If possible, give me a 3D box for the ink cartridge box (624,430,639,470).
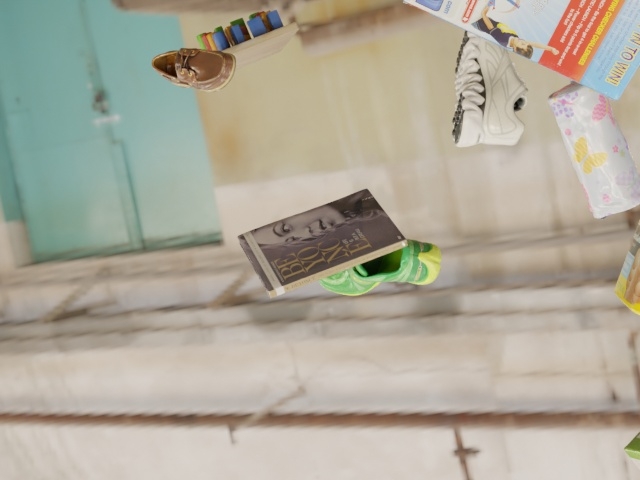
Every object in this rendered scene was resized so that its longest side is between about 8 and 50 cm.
[{"bbox_3d":[0.538,0.339,1.623,0.097,0.255,0.189,-43,-165,-16],"label":"ink cartridge box"}]

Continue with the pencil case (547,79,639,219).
[{"bbox_3d":[0.536,-0.180,2.431,0.113,0.273,0.124,-18,-170,42],"label":"pencil case"}]

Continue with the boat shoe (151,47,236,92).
[{"bbox_3d":[-0.199,-0.267,1.965,0.060,0.064,0.178,14,176,-40],"label":"boat shoe"}]

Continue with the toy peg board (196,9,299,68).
[{"bbox_3d":[-0.141,-0.359,2.232,0.161,0.079,0.160,-25,180,-15],"label":"toy peg board"}]

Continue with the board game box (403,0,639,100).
[{"bbox_3d":[0.290,-0.358,1.508,0.302,0.308,0.086,26,-131,3],"label":"board game box"}]

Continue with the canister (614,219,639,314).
[{"bbox_3d":[0.342,-0.011,1.196,0.073,0.169,0.126,18,-171,0],"label":"canister"}]

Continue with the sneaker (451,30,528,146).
[{"bbox_3d":[0.287,-0.271,2.124,0.118,0.292,0.110,7,147,-1],"label":"sneaker"}]

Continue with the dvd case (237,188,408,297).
[{"bbox_3d":[0.000,0.000,1.919,0.221,0.018,0.164,-21,-144,-9],"label":"dvd case"}]

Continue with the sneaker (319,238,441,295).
[{"bbox_3d":[0.097,0.037,2.448,0.123,0.109,0.296,21,158,-41],"label":"sneaker"}]
